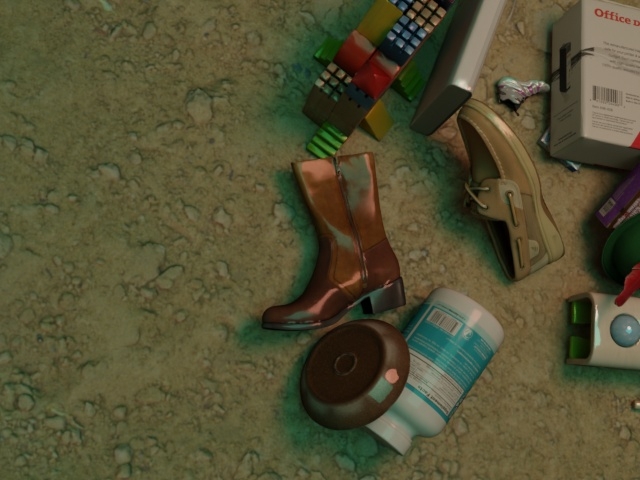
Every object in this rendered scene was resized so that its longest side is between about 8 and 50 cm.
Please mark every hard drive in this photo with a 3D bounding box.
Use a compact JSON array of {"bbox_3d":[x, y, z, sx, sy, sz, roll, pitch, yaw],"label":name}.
[{"bbox_3d":[0.262,-0.373,1.370,0.047,0.233,0.353,24,77,-5],"label":"hard drive"}]

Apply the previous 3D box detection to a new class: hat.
[{"bbox_3d":[0.580,0.064,1.332,0.208,0.184,0.173,-27,121,11],"label":"hat"}]

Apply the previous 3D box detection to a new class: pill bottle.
[{"bbox_3d":[0.174,0.217,1.302,0.146,0.146,0.264,39,77,-2],"label":"pill bottle"}]

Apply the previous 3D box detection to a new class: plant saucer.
[{"bbox_3d":[0.046,0.203,1.268,0.199,0.198,0.036,-54,134,-13],"label":"plant saucer"}]

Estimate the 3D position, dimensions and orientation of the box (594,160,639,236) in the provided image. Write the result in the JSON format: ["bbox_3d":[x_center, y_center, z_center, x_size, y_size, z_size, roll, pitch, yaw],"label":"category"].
[{"bbox_3d":[0.653,-0.102,1.382,0.201,0.057,0.293,26,114,-20],"label":"box"}]

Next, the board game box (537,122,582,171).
[{"bbox_3d":[0.464,-0.190,1.485,0.090,0.020,0.090,39,76,-5],"label":"board game box"}]

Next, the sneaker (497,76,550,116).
[{"bbox_3d":[0.375,-0.263,1.476,0.098,0.038,0.069,5,81,0],"label":"sneaker"}]

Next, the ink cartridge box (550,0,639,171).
[{"bbox_3d":[0.533,-0.280,1.449,0.197,0.114,0.273,9,76,-14],"label":"ink cartridge box"}]

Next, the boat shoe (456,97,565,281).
[{"bbox_3d":[0.303,-0.077,1.342,0.110,0.121,0.341,-33,113,-4],"label":"boat shoe"}]

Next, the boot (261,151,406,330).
[{"bbox_3d":[0.000,0.000,1.322,0.264,0.096,0.281,-14,88,-13],"label":"boot"}]

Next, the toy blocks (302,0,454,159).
[{"bbox_3d":[0.110,-0.329,1.322,0.190,0.261,0.381,38,76,-2],"label":"toy blocks"}]

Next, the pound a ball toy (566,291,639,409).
[{"bbox_3d":[0.601,0.208,1.386,0.319,0.136,0.208,7,79,-8],"label":"pound a ball toy"}]
